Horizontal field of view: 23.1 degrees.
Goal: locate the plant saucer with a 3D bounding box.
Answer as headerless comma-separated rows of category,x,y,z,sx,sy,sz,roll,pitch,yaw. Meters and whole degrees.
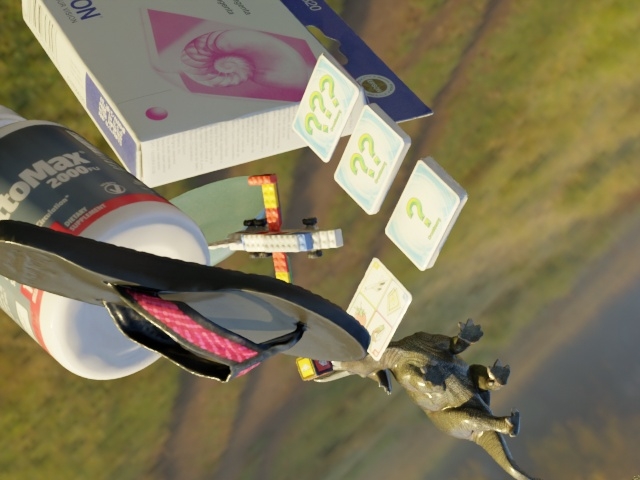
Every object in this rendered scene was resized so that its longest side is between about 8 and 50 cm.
plant saucer,-0.130,-0.004,1.623,0.195,0.037,0.195,-20,-158,8

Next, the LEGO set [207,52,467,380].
LEGO set,0.000,0.000,1.256,0.060,0.182,0.244,-16,143,-41

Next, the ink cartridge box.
ink cartridge box,-0.099,-0.203,1.616,0.330,0.324,0.071,-17,134,-23

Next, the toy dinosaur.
toy dinosaur,0.157,0.179,1.884,0.121,0.313,0.160,-62,-163,-20

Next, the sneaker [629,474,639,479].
sneaker,0.222,0.152,0.915,0.094,0.080,0.212,-45,175,-21

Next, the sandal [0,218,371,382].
sandal,-0.067,0.035,0.698,0.067,0.179,0.040,113,-11,-63

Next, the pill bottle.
pill bottle,-0.157,-0.008,0.904,0.108,0.180,0.108,-26,133,-32
